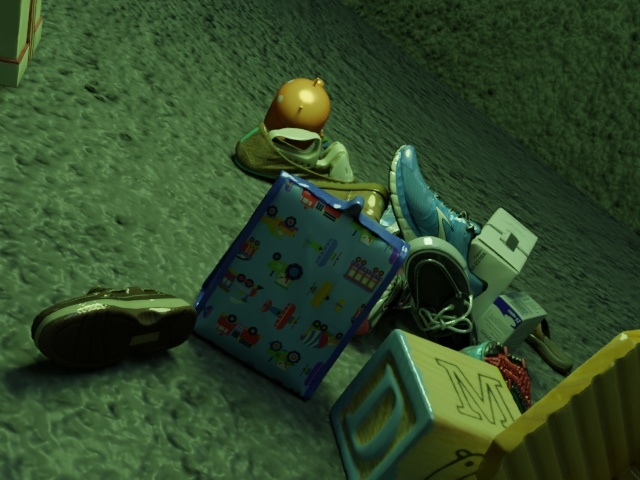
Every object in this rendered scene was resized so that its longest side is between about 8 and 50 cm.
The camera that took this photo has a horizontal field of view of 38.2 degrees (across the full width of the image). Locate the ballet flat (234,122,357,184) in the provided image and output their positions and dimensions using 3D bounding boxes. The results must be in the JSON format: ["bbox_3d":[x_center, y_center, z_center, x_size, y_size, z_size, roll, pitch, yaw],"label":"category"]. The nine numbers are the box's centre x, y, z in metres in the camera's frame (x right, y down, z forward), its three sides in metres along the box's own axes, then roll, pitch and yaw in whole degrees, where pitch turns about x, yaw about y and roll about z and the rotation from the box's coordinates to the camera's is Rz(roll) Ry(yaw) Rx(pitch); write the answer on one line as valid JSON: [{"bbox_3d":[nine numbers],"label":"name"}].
[{"bbox_3d":[-0.021,-0.170,1.979,0.342,0.124,0.116,20,29,-33],"label":"ballet flat"}]

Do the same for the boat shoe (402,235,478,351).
[{"bbox_3d":[0.218,0.128,1.645,0.105,0.113,0.306,-86,164,-48],"label":"boat shoe"}]

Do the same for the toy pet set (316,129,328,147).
[{"bbox_3d":[-0.035,-0.291,2.295,0.122,0.065,0.114,-99,165,-54],"label":"toy pet set"}]

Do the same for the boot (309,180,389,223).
[{"bbox_3d":[0.000,0.000,1.703,0.089,0.236,0.269,64,31,-34],"label":"boot"}]

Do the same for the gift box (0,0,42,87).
[{"bbox_3d":[-0.596,-0.403,1.502,0.277,0.258,0.255,11,30,-7],"label":"gift box"}]

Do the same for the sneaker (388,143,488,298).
[{"bbox_3d":[0.225,-0.032,1.754,0.130,0.147,0.329,-37,106,-81],"label":"sneaker"}]

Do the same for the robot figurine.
[{"bbox_3d":[-0.052,-0.277,2.039,0.158,0.219,0.128,-15,76,-21],"label":"robot figurine"}]

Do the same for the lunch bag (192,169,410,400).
[{"bbox_3d":[-0.027,0.050,1.358,0.221,0.293,0.138,32,24,-8],"label":"lunch bag"}]

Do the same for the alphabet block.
[{"bbox_3d":[0.157,0.274,1.322,0.197,0.192,0.193,22,29,-26],"label":"alphabet block"}]

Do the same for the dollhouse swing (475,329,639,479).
[{"bbox_3d":[0.407,0.346,1.185,0.315,0.347,0.305,49,-11,27],"label":"dollhouse swing"}]

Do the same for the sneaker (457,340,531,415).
[{"bbox_3d":[0.295,0.249,1.652,0.262,0.125,0.104,45,43,-47],"label":"sneaker"}]

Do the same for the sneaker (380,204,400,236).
[{"bbox_3d":[0.169,-0.053,2.073,0.081,0.080,0.211,43,23,7],"label":"sneaker"}]

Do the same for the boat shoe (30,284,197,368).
[{"bbox_3d":[-0.279,0.103,1.198,0.095,0.095,0.257,33,14,30],"label":"boat shoe"}]

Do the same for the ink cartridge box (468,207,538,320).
[{"bbox_3d":[0.335,0.064,1.929,0.114,0.197,0.273,40,25,8],"label":"ink cartridge box"}]

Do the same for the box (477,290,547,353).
[{"bbox_3d":[0.362,0.175,1.836,0.072,0.137,0.126,47,26,25],"label":"box"}]

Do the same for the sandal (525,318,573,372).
[{"bbox_3d":[0.481,0.199,2.044,0.219,0.060,0.090,47,26,23],"label":"sandal"}]

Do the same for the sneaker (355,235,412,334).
[{"bbox_3d":[0.120,0.094,1.702,0.112,0.121,0.299,60,29,-11],"label":"sneaker"}]
